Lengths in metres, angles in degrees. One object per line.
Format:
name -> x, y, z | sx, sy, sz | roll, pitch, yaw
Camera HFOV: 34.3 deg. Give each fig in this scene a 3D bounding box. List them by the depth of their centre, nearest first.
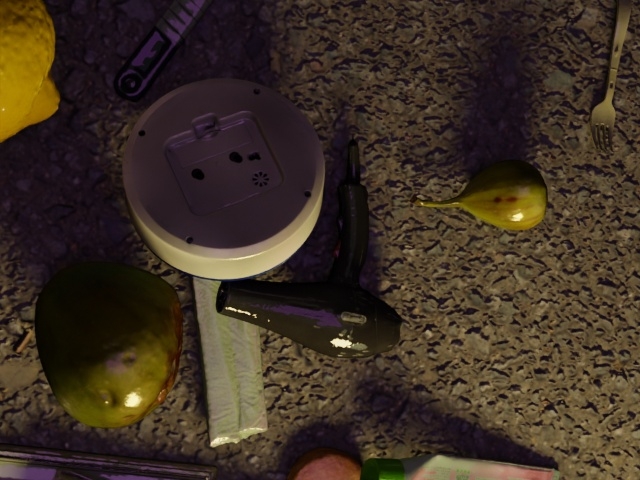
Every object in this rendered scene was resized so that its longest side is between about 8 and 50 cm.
fig -> -0.238, 0.111, 1.166 | 0.191, 0.181, 0.181 | 41, 84, 14
fig -> 0.203, -0.067, 1.299 | 0.166, 0.093, 0.093 | 15, 89, 8

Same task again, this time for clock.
clock -> -0.110, -0.073, 1.192 | 0.230, 0.083, 0.230 | 2, 65, -4

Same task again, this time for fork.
fork -> 0.378, -0.223, 1.353 | 0.034, 0.028, 0.220 | 8, 86, -3

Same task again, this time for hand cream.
hand cream -> 0.183, 0.312, 1.309 | 0.275, 0.050, 0.079 | 12, 115, -23

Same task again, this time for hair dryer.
hair dryer -> 0.000, 0.000, 1.263 | 0.235, 0.091, 0.272 | 15, 75, -21

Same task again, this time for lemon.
lemon -> -0.408, -0.210, 1.097 | 0.288, 0.233, 0.234 | 29, 86, -10

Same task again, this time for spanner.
spanner -> -0.149, -0.301, 1.249 | 0.087, 0.024, 0.316 | 37, 86, -8

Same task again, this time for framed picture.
framed picture -> -0.283, 0.368, 1.245 | 0.293, 0.018, 0.231 | 8, 90, -11

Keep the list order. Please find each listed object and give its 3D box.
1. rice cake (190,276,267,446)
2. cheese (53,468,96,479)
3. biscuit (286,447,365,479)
rice cake -> -0.109, 0.136, 1.259 | 0.080, 0.042, 0.222 | -6, 91, -16
cheese -> -0.135, 0.375, 1.233 | 0.400, 0.034, 0.085 | 21, 88, -5
biscuit -> 0.038, 0.417, 1.295 | 0.205, 0.049, 0.324 | -13, 92, -9
